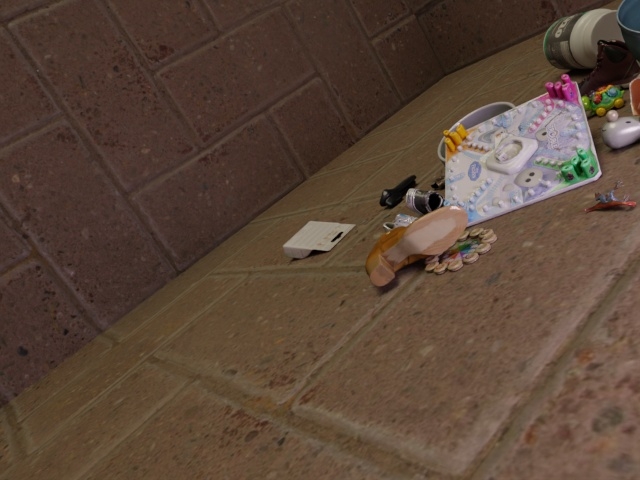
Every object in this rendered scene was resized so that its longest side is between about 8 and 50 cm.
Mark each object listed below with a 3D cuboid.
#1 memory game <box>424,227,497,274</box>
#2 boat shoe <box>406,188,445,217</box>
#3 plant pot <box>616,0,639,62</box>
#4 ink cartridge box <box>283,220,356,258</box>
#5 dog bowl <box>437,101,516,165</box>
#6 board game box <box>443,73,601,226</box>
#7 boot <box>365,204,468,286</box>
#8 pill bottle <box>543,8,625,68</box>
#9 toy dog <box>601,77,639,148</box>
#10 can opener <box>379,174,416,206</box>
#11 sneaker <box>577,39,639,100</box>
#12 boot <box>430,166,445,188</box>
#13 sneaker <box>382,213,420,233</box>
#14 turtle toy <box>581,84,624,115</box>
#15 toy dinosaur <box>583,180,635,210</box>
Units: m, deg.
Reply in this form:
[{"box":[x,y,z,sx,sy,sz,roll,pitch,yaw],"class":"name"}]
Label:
[{"box":[0.327,0.023,1.336,0.186,0.012,0.186,-30,15,9],"class":"memory game"},{"box":[0.306,-0.098,1.563,0.070,0.078,0.219,6,1,29],"class":"boat shoe"},{"box":[0.946,-0.544,1.470,0.292,0.196,0.293,-20,40,18],"class":"plant pot"},{"box":[0.000,0.000,2.054,0.224,0.056,0.181,7,37,39],"class":"ink cartridge box"},{"box":[0.498,-0.296,1.724,0.264,0.104,0.265,-33,27,19],"class":"dog bowl"},{"box":[0.496,-0.235,1.484,0.389,0.050,0.390,-22,38,33],"class":"board game box"},{"box":[0.229,-0.010,1.429,0.295,0.104,0.211,-39,11,14],"class":"boot"},{"box":[0.995,-0.743,2.096,0.204,0.204,0.361,-31,15,6],"class":"pill bottle"},{"box":[0.802,-0.346,1.272,0.333,0.161,0.220,-32,14,1],"class":"toy dog"},{"box":[0.281,-0.175,2.024,0.186,0.073,0.059,-37,-24,-31],"class":"can opener"},{"box":[0.865,-0.536,1.763,0.281,0.163,0.106,-13,24,51],"class":"sneaker"},{"box":[0.403,-0.206,1.882,0.087,0.042,0.118,-41,8,-5],"class":"boot"},{"box":[0.250,-0.041,1.567,0.190,0.083,0.071,-18,18,39],"class":"sneaker"},{"box":[0.811,-0.405,1.637,0.130,0.066,0.095,-24,16,28],"class":"turtle toy"},{"box":[0.580,-0.072,1.116,0.082,0.047,0.090,-92,28,-64],"class":"toy dinosaur"}]
